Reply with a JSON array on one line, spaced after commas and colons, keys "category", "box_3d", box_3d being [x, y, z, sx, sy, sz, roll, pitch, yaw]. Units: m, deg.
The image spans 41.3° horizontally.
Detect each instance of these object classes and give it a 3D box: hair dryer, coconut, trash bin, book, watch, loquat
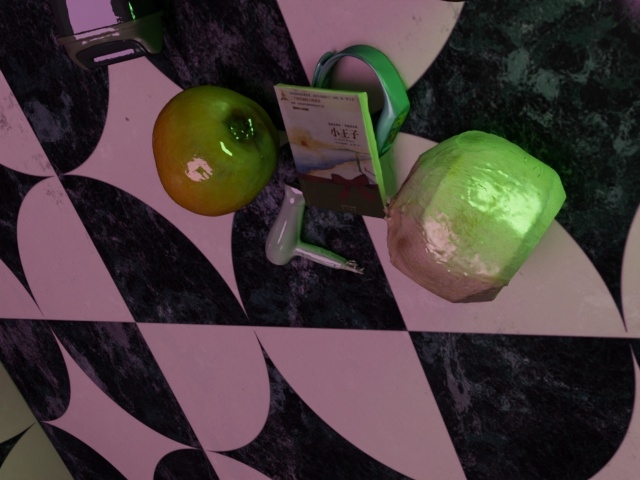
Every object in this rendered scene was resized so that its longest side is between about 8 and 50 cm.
[{"category": "hair dryer", "box_3d": [0.000, 0.000, 1.883, 0.237, 0.075, 0.206, 28, 129, 9]}, {"category": "coconut", "box_3d": [0.250, -0.043, 1.468, 0.254, 0.297, 0.297, 34, 137, 11]}, {"category": "trash bin", "box_3d": [-0.453, -0.509, 1.746, 0.209, 0.182, 0.290, -10, 111, 16]}, {"category": "book", "box_3d": [0.026, -0.169, 1.642, 0.201, 0.026, 0.289, 12, 135, 33]}, {"category": "watch", "box_3d": [0.065, -0.252, 1.618, 0.195, 0.068, 0.237, 36, 136, 13]}, {"category": "loquat", "box_3d": [-0.225, -0.185, 1.752, 0.275, 0.275, 0.275, 22, 133, 26]}]
